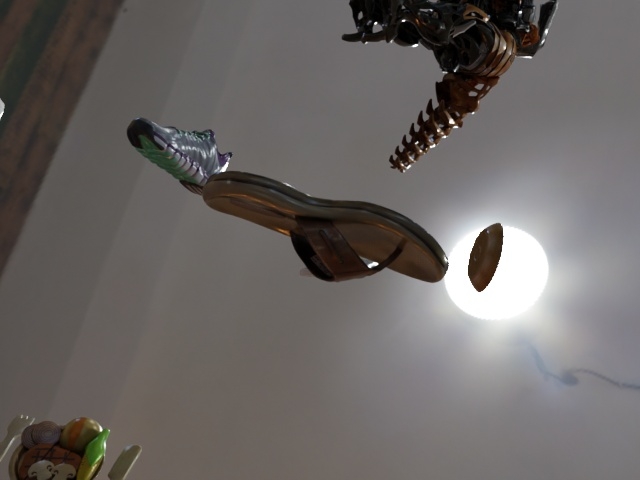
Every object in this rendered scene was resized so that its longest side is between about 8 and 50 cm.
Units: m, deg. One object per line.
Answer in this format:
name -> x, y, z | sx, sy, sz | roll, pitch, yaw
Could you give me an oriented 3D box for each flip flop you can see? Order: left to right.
flip flop -> 0.000, 0.000, 0.901 | 0.277, 0.112, 0.080 | 18, -112, 1

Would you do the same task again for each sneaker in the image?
sneaker -> -0.225, -0.158, 1.363 | 0.083, 0.224, 0.098 | 16, -106, 30

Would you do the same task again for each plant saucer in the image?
plant saucer -> 0.185, 0.018, 0.957 | 0.015, 0.083, 0.083 | 16, -117, -7

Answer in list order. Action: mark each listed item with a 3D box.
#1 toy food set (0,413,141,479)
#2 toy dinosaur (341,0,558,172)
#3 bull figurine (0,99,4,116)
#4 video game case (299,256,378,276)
toy food set -> -0.350, 0.285, 1.119 | 0.192, 0.039, 0.132 | 11, -143, 10
toy dinosaur -> 0.155, -0.239, 0.933 | 0.164, 0.218, 0.322 | -22, -131, 64
bull figurine -> -0.361, -0.154, 0.617 | 0.188, 0.310, 0.101 | -30, -128, -22
video game case -> 0.041, 0.033, 1.195 | 0.087, 0.122, 0.011 | 2, -76, 39
